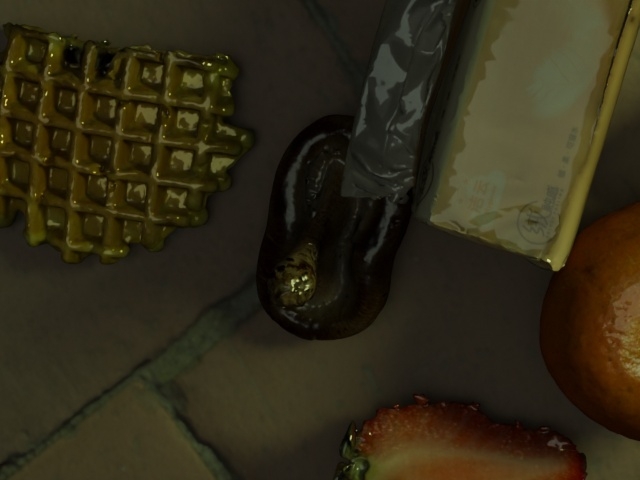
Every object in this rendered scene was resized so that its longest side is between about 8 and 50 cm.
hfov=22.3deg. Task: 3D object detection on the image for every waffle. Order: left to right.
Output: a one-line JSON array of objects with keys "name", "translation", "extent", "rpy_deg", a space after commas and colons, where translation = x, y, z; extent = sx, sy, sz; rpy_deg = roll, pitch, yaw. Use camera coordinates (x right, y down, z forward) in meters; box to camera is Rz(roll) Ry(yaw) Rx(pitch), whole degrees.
[{"name": "waffle", "translation": [-0.226, -0.112, 1.626], "extent": [0.309, 0.065, 0.283], "rpy_deg": [-35, 91, 13]}]

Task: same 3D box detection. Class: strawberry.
[{"name": "strawberry", "translation": [0.128, 0.252, 1.598], "extent": [0.236, 0.107, 0.175], "rpy_deg": [20, 65, 7]}]

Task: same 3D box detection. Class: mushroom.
[{"name": "mushroom", "translation": [0.000, 0.000, 1.518], "extent": [0.148, 0.217, 0.227], "rpy_deg": [8, 100, 11]}]

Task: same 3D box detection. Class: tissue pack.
[{"name": "tissue pack", "translation": [0.154, -0.150, 1.446], "extent": [0.238, 0.238, 0.306], "rpy_deg": [17, 95, 8]}]

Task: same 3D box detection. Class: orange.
[{"name": "orange", "translation": [0.309, 0.071, 1.491], "extent": [0.224, 0.170, 0.224], "rpy_deg": [1, 99, 5]}]
